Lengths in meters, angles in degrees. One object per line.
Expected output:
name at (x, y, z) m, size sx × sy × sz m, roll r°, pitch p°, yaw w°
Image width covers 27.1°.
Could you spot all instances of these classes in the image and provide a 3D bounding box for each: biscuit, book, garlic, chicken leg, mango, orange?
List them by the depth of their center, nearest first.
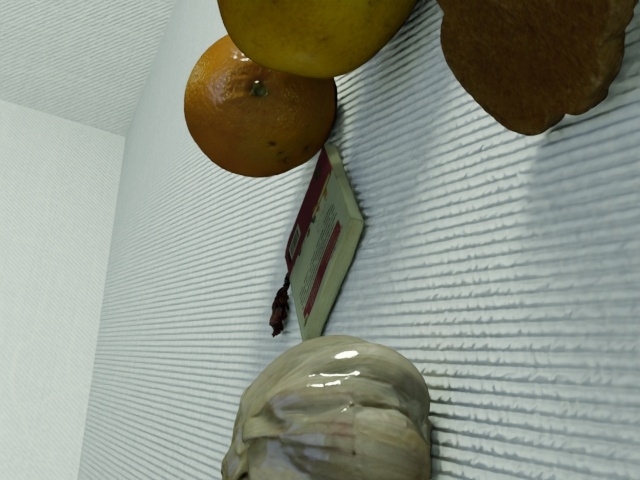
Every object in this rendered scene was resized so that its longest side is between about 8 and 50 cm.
biscuit at (0.140, -0.191, 0.937) m, size 0.208 × 0.041 × 0.290 m, roll 48°, pitch 159°, yaw 24°
garlic at (-0.002, 0.186, 1.095) m, size 0.228 × 0.152 × 0.228 m, roll -159°, pitch 90°, yaw -78°
mango at (0.032, -0.352, 1.426) m, size 0.378 × 0.221 × 0.264 m, roll -56°, pitch 17°, yaw 22°
book at (0.000, 0.000, 1.525) m, size 0.232 × 0.022 × 0.162 m, roll -108°, pitch 34°, yaw -64°
chicken leg at (-0.049, 0.081, 1.621) m, size 0.036 × 0.021 × 0.083 m, roll 114°, pitch 171°, yaw -62°
orange at (-0.074, -0.172, 1.643) m, size 0.206 × 0.206 × 0.206 m, roll -164°, pitch 90°, yaw -75°
